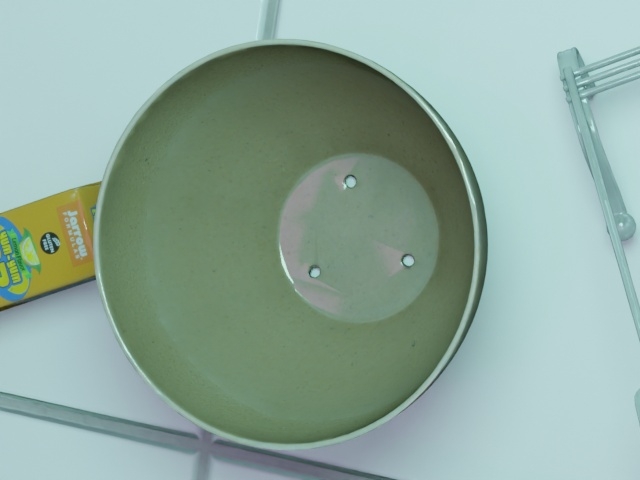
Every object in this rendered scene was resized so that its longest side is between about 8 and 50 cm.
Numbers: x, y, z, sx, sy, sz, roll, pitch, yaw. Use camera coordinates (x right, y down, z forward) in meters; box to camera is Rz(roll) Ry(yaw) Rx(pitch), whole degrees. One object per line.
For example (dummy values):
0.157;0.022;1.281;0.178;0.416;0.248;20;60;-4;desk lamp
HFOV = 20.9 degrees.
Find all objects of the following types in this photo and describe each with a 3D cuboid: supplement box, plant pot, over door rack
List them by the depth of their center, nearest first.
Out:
0.307;-0.025;1.190;0.239;0.108;0.324;-20;56;18;over door rack
0.000;0.000;1.284;0.284;0.191;0.284;1;92;18;plant pot
-0.273;0.021;1.437;0.233;0.080;0.078;-19;88;16;supplement box
